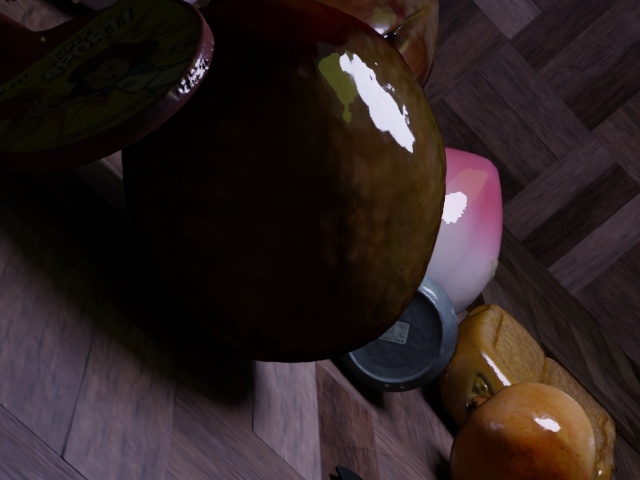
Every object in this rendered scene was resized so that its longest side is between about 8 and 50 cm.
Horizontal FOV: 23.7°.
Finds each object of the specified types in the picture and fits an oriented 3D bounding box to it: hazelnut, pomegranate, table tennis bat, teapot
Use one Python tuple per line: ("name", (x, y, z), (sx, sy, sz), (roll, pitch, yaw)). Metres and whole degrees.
("hazelnut", (-0.012, -0.313, 2.507), (0.402, 0.402, 0.429), (48, 18, -3))
("pomegranate", (0.270, 0.299, 2.050), (0.209, 0.209, 0.209), (45, 14, -15))
("table tennis bat", (-0.268, -0.178, 1.593), (0.414, 0.268, 0.051), (28, -28, 50))
("teapot", (0.089, 0.106, 2.119), (0.203, 0.171, 0.225), (18, 7, 2))
("hazelnut", (-0.051, -0.071, 1.691), (0.421, 0.352, 0.421), (52, -10, 13))

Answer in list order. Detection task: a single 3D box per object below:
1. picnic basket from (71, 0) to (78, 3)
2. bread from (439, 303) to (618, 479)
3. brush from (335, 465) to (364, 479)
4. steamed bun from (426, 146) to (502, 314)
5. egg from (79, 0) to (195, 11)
("picnic basket", (-0.372, -0.366, 1.951), (0.178, 0.138, 0.128), (48, 12, 22))
("bread", (0.305, 0.265, 2.360), (0.328, 0.148, 0.337), (44, 16, -3))
("brush", (0.063, 0.329, 1.684), (0.063, 0.016, 0.193), (36, 18, -42))
("steamed bun", (0.168, -0.027, 2.412), (0.309, 0.309, 0.309), (45, 14, -15))
("egg", (-0.264, -0.468, 2.186), (0.354, 0.354, 0.340), (37, 36, -40))
